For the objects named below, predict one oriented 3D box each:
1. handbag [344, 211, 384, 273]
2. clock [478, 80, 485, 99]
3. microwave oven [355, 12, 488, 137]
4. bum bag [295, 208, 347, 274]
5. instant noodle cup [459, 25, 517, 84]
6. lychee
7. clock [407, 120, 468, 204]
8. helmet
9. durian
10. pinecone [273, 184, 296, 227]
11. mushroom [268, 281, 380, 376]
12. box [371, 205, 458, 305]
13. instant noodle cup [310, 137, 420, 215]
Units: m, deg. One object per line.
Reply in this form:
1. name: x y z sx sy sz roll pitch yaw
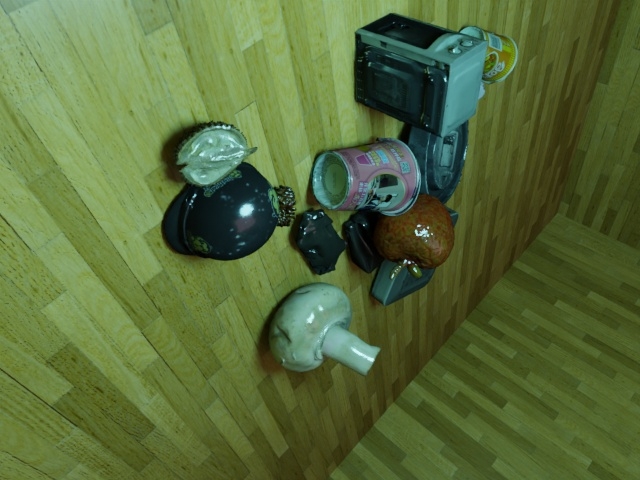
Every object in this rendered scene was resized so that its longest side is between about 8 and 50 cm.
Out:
1. handbag: 0.209 -0.054 1.815 0.285 0.113 0.257 -43 137 -17
2. clock: 0.459 -0.525 1.694 0.176 0.117 0.080 19 134 -35
3. microwave oven: 0.245 -0.429 1.349 0.181 0.295 0.237 -37 143 -30
4. bum bag: 0.000 0.000 1.611 0.142 0.080 0.326 -43 149 -9
5. instant noodle cup: 0.532 -0.620 1.716 0.185 0.168 0.168 1 117 -45
6. lychee: 0.294 -0.011 1.651 0.255 0.255 0.300 69 34 -53
7. clock: 0.407 -0.311 1.785 0.386 0.076 0.386 -26 123 -50
8. helmet: -0.204 -0.047 1.212 0.279 0.160 0.230 -39 146 -28
9. durian: -0.226 -0.196 1.108 0.189 0.091 0.148 -8 128 -24
10. pinecone: -0.106 -0.091 1.363 0.102 0.102 0.109 13 86 -57
11. mushroom: 0.002 0.290 1.710 0.356 0.315 0.315 11 113 -20
12. box: 0.395 0.060 2.159 0.396 0.111 0.396 -17 132 -47
13. instant noodle cup: 0.118 -0.177 1.491 0.255 0.244 0.244 -8 125 -40
